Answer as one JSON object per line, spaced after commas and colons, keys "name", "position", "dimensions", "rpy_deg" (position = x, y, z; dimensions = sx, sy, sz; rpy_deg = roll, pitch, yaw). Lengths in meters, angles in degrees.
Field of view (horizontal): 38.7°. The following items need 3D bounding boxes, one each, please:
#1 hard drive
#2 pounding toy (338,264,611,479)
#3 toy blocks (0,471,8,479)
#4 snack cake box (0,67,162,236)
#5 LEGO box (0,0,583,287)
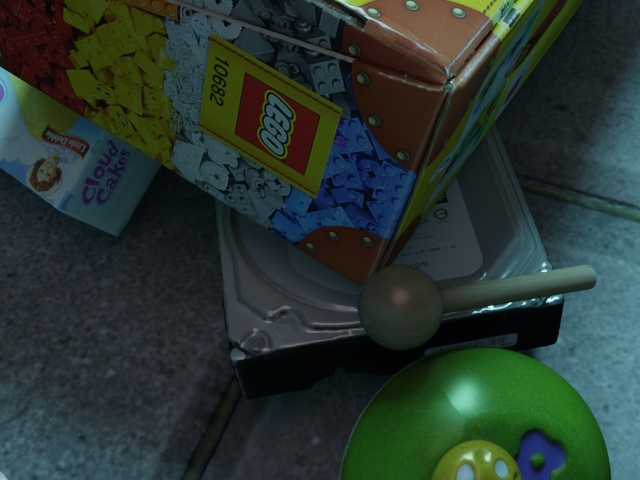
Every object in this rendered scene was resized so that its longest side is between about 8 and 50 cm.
{"name": "hard drive", "position": [0.031, -0.049, 0.737], "dimensions": [0.237, 0.064, 0.338], "rpy_deg": [-9, 49, -1]}
{"name": "pounding toy", "position": [0.112, 0.132, 0.544], "dimensions": [0.183, 0.110, 0.236], "rpy_deg": [-1, 90, -14]}
{"name": "toy blocks", "position": [-0.354, 0.217, 0.487], "dimensions": [0.289, 0.260, 0.309], "rpy_deg": [24, 62, -1]}
{"name": "snack cake box", "position": [-0.248, -0.137, 0.801], "dimensions": [0.264, 0.089, 0.152], "rpy_deg": [31, 90, 26]}
{"name": "LEGO box", "position": [0.024, -0.266, 0.706], "dimensions": [0.373, 0.193, 0.500], "rpy_deg": [32, 53, 11]}
